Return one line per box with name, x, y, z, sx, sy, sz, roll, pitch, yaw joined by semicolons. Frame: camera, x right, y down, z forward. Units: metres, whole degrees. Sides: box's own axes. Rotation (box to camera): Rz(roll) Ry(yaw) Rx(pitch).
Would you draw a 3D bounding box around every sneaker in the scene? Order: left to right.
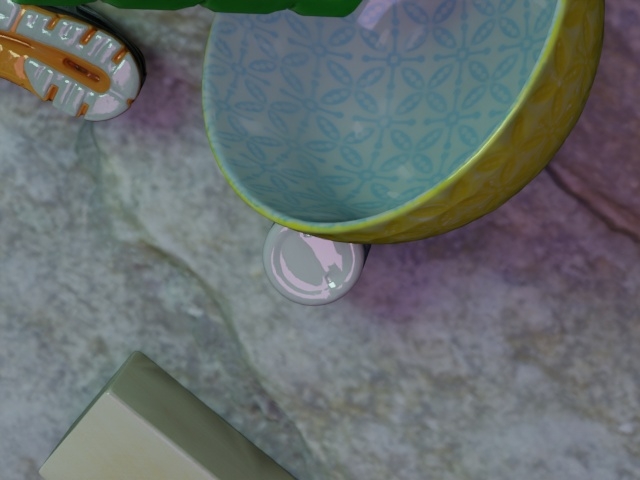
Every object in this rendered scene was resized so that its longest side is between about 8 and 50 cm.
sneaker;-0.216;-0.152;1.328;0.215;0.083;0.084;33;105;3

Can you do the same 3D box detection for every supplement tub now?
supplement tub;0.000;0.000;1.323;0.071;0.107;0.071;2;104;7

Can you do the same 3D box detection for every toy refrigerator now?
toy refrigerator;-0.069;0.211;1.387;0.269;0.102;0.094;40;105;-5

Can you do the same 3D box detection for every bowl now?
bowl;0.078;-0.115;1.244;0.289;0.289;0.156;-44;138;14

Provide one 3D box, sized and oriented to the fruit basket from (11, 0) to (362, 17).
fruit basket;-0.133;-0.305;1.128;0.392;0.392;0.283;38;121;-3
